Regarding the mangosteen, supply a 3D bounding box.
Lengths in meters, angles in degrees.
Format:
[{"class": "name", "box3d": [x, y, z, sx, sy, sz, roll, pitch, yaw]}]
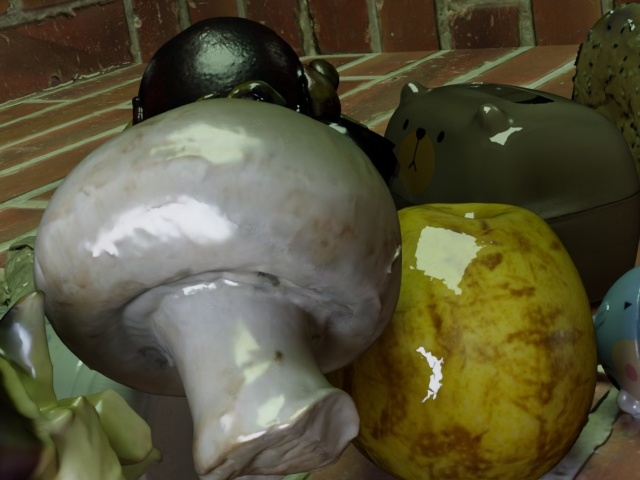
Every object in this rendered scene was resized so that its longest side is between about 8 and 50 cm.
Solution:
[{"class": "mangosteen", "box3d": [-0.100, -0.173, 1.712, 0.347, 0.306, 0.307, -3, 16, -10]}]

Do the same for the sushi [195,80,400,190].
[{"class": "sushi", "box3d": [-0.100, -0.011, 1.310, 0.285, 0.327, 0.328, 24, 4, -4]}]

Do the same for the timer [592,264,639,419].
[{"class": "timer", "box3d": [0.316, 0.116, 1.189, 0.255, 0.175, 0.175, -29, 7, 28]}]

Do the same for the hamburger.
[{"class": "hamburger", "box3d": [0.506, -0.176, 1.698, 0.195, 0.317, 0.277, -4, 22, -14]}]

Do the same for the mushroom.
[{"class": "mushroom", "box3d": [-0.075, 0.046, 0.914, 0.298, 0.297, 0.290, -9, 52, 1]}]

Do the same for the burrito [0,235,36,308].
[{"class": "burrito", "box3d": [-0.435, 0.064, 1.779, 0.117, 0.076, 0.392, -13, 19, -11]}]

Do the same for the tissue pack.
[{"class": "tissue pack", "box3d": [0.244, -0.077, 1.575, 0.268, 0.276, 0.387, -11, 19, -15]}]

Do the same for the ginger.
[{"class": "ginger", "box3d": [-0.231, 0.226, 0.848, 0.211, 0.358, 0.413, 15, 28, -38]}]

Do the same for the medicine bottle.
[{"class": "medicine bottle", "box3d": [-0.232, 0.169, 1.167, 0.332, 0.189, 0.190, 3, 21, 33]}]

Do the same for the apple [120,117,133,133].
[{"class": "apple", "box3d": [-0.223, -0.112, 1.956, 0.265, 0.264, 0.264, -8, 18, 3]}]

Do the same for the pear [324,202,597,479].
[{"class": "pear", "box3d": [0.129, 0.097, 1.103, 0.281, 0.280, 0.280, -8, 18, 3]}]
